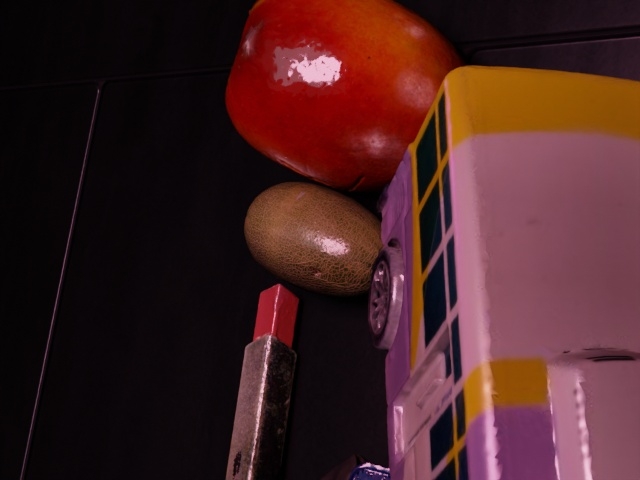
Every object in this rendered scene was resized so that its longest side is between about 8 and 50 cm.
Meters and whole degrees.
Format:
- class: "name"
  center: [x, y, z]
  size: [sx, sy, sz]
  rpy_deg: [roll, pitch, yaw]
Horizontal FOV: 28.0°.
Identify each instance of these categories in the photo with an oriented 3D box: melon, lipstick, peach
- class: "melon"
  center: [0.000, 0.000, 1.172]
  size: [0.162, 0.099, 0.099]
  rpy_deg: [21, 90, 39]
- class: "lipstick"
  center: [-0.059, 0.196, 1.194]
  size: [0.051, 0.051, 0.312]
  rpy_deg: [-4, 72, 40]
- class: "peach"
  center: [0.030, -0.137, 1.175]
  size: [0.190, 0.226, 0.196]
  rpy_deg: [-73, 2, -46]

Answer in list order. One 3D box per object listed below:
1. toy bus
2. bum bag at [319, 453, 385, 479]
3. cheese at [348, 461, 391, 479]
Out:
- class: "toy bus"
  center: [0.162, 0.121, 0.841]
  size: [0.249, 0.209, 0.440]
  rpy_deg: [114, 159, -59]
- class: "bum bag"
  center: [0.070, 0.329, 1.020]
  size: [0.144, 0.095, 0.340]
  rpy_deg: [-46, 58, 7]
- class: "cheese"
  center: [0.125, 0.232, 0.987]
  size: [0.244, 0.062, 0.155]
  rpy_deg: [13, 59, 23]
